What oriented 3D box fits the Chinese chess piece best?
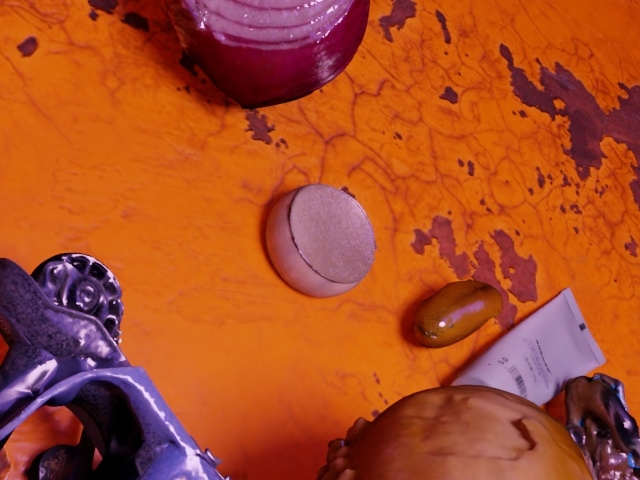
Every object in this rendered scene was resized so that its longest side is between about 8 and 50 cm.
[{"bbox_3d":[0.000,0.000,0.926,0.122,0.051,0.122,20,56,-33],"label":"Chinese chess piece"}]

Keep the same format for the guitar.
[{"bbox_3d":[-0.190,0.166,0.703,0.088,0.025,0.234,24,54,-29],"label":"guitar"}]

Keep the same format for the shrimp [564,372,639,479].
[{"bbox_3d":[0.383,0.365,1.003,0.221,0.110,0.446,-15,85,-45],"label":"shrimp"}]

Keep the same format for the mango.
[{"bbox_3d":[0.148,0.080,0.983,0.127,0.077,0.063,-23,80,-37],"label":"mango"}]

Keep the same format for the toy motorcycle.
[{"bbox_3d":[-0.158,0.182,0.615,0.212,0.125,0.359,-36,98,-44],"label":"toy motorcycle"}]

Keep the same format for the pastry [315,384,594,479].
[{"bbox_3d":[0.111,0.312,0.667,0.409,0.244,0.410,-12,90,-79],"label":"pastry"}]

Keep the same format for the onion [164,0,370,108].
[{"bbox_3d":[-0.046,-0.247,0.920,0.216,0.207,0.206,-16,89,0],"label":"onion"}]

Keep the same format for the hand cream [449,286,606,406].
[{"bbox_3d":[0.259,0.145,1.060,0.320,0.067,0.109,-19,81,-48],"label":"hand cream"}]
